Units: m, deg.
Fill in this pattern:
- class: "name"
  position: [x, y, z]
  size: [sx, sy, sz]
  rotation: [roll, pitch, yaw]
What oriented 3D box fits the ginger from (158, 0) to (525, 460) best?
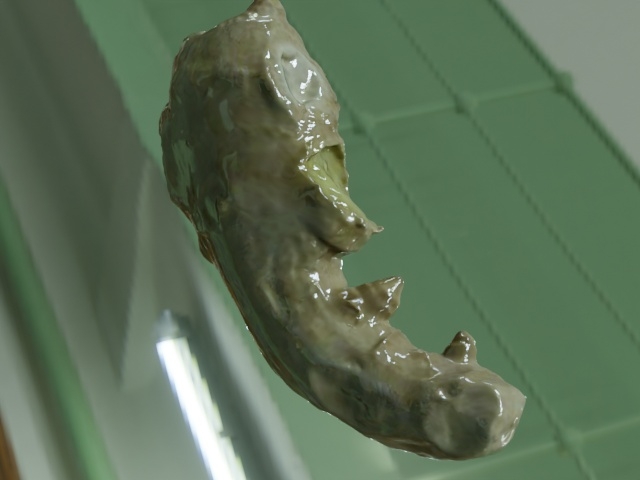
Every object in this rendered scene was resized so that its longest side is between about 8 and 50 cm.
- class: "ginger"
  position: [-0.002, 0.003, 0.486]
  size: [0.173, 0.069, 0.051]
  rotation: [58, 16, 7]
